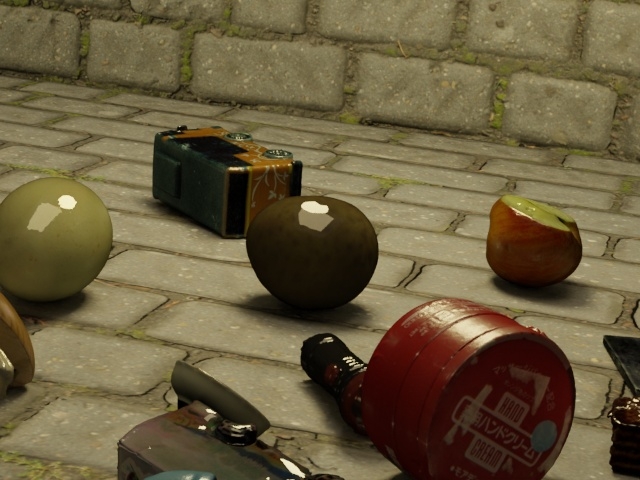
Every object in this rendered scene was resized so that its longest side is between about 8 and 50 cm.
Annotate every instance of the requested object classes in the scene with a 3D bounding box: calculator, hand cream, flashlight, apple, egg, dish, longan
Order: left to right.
[{"bbox_3d":[-0.428,0.002,2.080,0.188,0.189,0.254,8,26,10],"label":"egg"},{"bbox_3d":[-0.139,0.217,1.618,0.141,0.078,0.141,32,-15,10],"label":"dish"},{"bbox_3d":[-0.014,0.020,2.157,0.220,0.197,0.196,11,15,-5],"label":"longan"},{"bbox_3d":[0.033,0.182,1.765,0.093,0.093,0.232,-1,14,-21],"label":"flashlight"},{"bbox_3d":[0.170,0.186,1.543,0.230,0.230,0.149,-4,20,-32],"label":"hand cream"},{"bbox_3d":[0.386,0.005,2.392,0.173,0.160,0.195,5,16,13],"label":"apple"},{"bbox_3d":[0.527,0.194,2.014,0.161,0.021,0.262,5,15,0],"label":"calculator"}]

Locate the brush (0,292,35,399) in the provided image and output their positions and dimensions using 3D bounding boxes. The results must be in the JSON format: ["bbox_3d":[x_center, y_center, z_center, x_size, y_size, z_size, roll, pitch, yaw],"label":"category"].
[{"bbox_3d":[-0.445,0.146,1.640,0.266,0.174,0.166,29,21,-46],"label":"brush"}]

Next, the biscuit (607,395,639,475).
[{"bbox_3d":[0.549,0.263,1.639,0.388,0.073,0.107,7,16,15],"label":"biscuit"}]

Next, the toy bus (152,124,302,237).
[{"bbox_3d":[-0.194,-0.122,2.668,0.194,0.162,0.323,-9,23,-35],"label":"toy bus"}]

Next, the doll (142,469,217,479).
[{"bbox_3d":[-0.077,0.298,1.159,0.314,0.177,0.141,11,-22,5],"label":"doll"}]

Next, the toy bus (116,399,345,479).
[{"bbox_3d":[-0.079,0.274,1.363,0.138,0.113,0.317,-13,23,-39],"label":"toy bus"}]
